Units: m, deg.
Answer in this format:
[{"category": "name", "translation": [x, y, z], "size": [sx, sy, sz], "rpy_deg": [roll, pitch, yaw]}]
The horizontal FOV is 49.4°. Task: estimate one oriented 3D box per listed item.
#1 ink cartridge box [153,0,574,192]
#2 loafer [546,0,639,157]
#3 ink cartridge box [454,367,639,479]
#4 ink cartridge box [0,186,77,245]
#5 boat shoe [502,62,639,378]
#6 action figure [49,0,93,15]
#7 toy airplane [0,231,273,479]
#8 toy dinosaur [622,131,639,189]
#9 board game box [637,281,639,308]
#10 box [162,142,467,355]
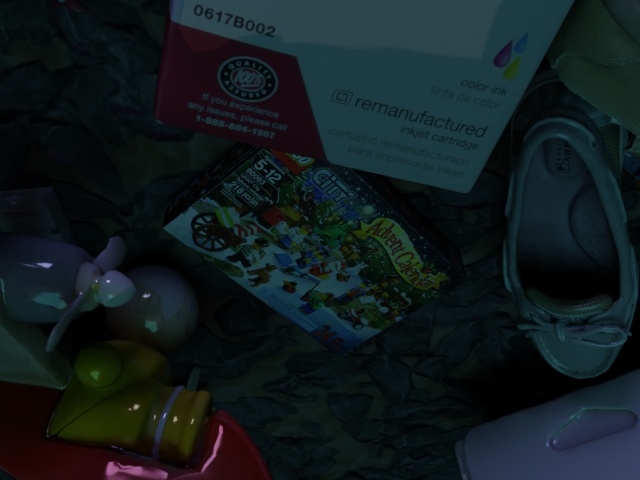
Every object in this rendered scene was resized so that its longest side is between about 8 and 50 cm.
[{"category": "ink cartridge box", "translation": [0.040, -0.199, 0.404], "size": [0.226, 0.131, 0.306], "rpy_deg": [12, 131, -12]}, {"category": "loafer", "translation": [0.259, -0.085, 0.465], "size": [0.268, 0.102, 0.092], "rpy_deg": [39, 150, -15]}, {"category": "ink cartridge box", "translation": [0.371, 0.303, 0.782], "size": [0.285, 0.166, 0.395], "rpy_deg": [-28, 137, 22]}, {"category": "ink cartridge box", "translation": [-0.253, -0.019, 0.613], "size": [0.048, 0.028, 0.083], "rpy_deg": [-5, 131, 2]}, {"category": "boat shoe", "translation": [0.207, 0.012, 0.589], "size": [0.118, 0.103, 0.320], "rpy_deg": [6, 133, 24]}, {"category": "action figure", "translation": [-0.287, -0.197, 0.353], "size": [0.276, 0.248, 0.370], "rpy_deg": [2, 168, 40]}, {"category": "toy airplane", "translation": [-0.226, 0.127, 0.624], "size": [0.384, 0.272, 0.386], "rpy_deg": [45, 153, -22]}, {"category": "toy dinosaur", "translation": [0.268, -0.072, 0.597], "size": [0.090, 0.047, 0.082], "rpy_deg": [13, 149, 31]}, {"category": "board game box", "translation": [0.483, -0.015, 0.607], "size": [0.347, 0.078, 0.233], "rpy_deg": [-6, 134, 3]}, {"category": "box", "translation": [0.000, 0.000, 0.629], "size": [0.159, 0.044, 0.233], "rpy_deg": [-35, 124, 25]}]
